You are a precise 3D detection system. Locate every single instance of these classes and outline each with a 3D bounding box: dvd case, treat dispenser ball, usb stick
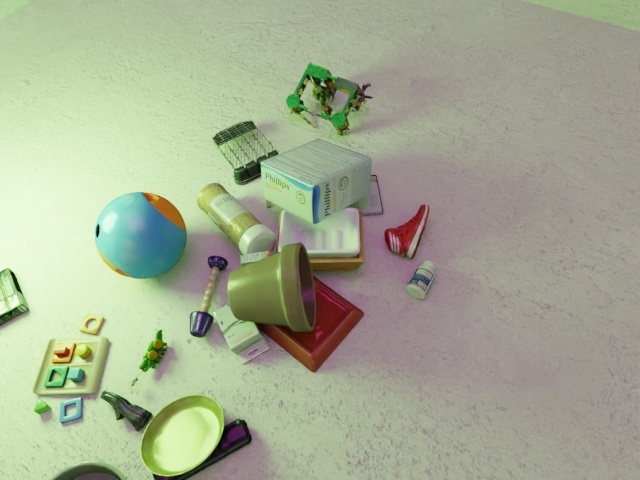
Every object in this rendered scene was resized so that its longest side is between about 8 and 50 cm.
[{"bbox_3d":[0.098,-0.167,1.857,0.252,0.022,0.181,-4,57,-2],"label":"dvd case"},{"bbox_3d":[-0.590,-0.017,1.642,0.287,0.288,0.288,-1,57,2],"label":"treat dispenser ball"},{"bbox_3d":[-0.324,0.590,1.374,0.277,0.045,0.077,-26,63,-14],"label":"usb stick"}]

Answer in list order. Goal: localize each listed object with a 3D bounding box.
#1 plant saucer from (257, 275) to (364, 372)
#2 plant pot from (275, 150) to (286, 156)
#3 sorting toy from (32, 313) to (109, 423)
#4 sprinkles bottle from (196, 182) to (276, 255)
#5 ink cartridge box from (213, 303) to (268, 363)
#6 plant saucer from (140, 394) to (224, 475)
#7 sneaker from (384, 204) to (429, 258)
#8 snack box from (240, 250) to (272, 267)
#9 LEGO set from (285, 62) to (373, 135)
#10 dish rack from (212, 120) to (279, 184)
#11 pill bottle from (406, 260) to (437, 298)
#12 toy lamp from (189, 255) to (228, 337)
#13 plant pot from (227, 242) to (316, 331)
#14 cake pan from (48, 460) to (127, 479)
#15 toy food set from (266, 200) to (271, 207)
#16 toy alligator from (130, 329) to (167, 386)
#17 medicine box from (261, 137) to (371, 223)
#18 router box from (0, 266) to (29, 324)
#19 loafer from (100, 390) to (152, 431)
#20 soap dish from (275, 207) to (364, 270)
[{"bbox_3d":[-0.036,0.242,1.587,0.259,0.048,0.258,34,64,23],"label":"plant saucer"},{"bbox_3d":[-0.152,-0.278,1.919,0.083,0.081,0.082,-22,57,3],"label":"plant pot"},{"bbox_3d":[-0.772,0.379,1.534,0.195,0.047,0.348,-1,56,2],"label":"sorting toy"},{"bbox_3d":[-0.298,-0.071,1.730,0.121,0.121,0.355,-35,52,-18],"label":"sprinkles bottle"},{"bbox_3d":[-0.248,0.281,1.555,0.104,0.060,0.180,-30,60,-5],"label":"ink cartridge box"},{"bbox_3d":[-0.376,0.541,1.376,0.240,0.037,0.241,-11,37,8],"label":"plant saucer"},{"bbox_3d":[0.298,-0.050,1.739,0.127,0.087,0.221,18,58,13],"label":"sneaker"},{"bbox_3d":[-0.202,0.090,1.639,0.100,0.141,0.037,-10,57,-4],"label":"snack box"},{"bbox_3d":[0.038,-0.577,2.080,0.331,0.192,0.255,18,89,18],"label":"LEGO set"},{"bbox_3d":[-0.302,-0.365,1.989,0.208,0.074,0.272,-28,58,-16],"label":"dish rack"},{"bbox_3d":[0.336,0.126,1.630,0.067,0.067,0.120,26,61,18],"label":"pill bottle"},{"bbox_3d":[-0.369,0.183,1.627,0.080,0.080,0.275,4,54,5],"label":"toy lamp"},{"bbox_3d":[-0.146,0.152,1.486,0.229,0.263,0.263,-9,56,8],"label":"plant pot"},{"bbox_3d":[-0.619,0.734,1.288,0.292,0.054,0.294,-1,57,2],"label":"cake pan"},{"bbox_3d":[-0.117,-0.188,1.878,0.191,0.039,0.133,-7,57,-2],"label":"toy food set"},{"bbox_3d":[-0.518,0.368,1.529,0.051,0.056,0.190,34,56,-23],"label":"toy alligator"},{"bbox_3d":[-0.013,-0.216,1.728,0.289,0.149,0.263,-31,43,-34],"label":"medicine box"},{"bbox_3d":[-1.081,0.194,1.673,0.133,0.046,0.179,-31,60,-16],"label":"router box"},{"bbox_3d":[-0.576,0.492,1.443,0.169,0.062,0.061,20,65,17],"label":"loafer"},{"bbox_3d":[0.000,0.000,1.689,0.290,0.118,0.229,-1,49,2],"label":"soap dish"}]
